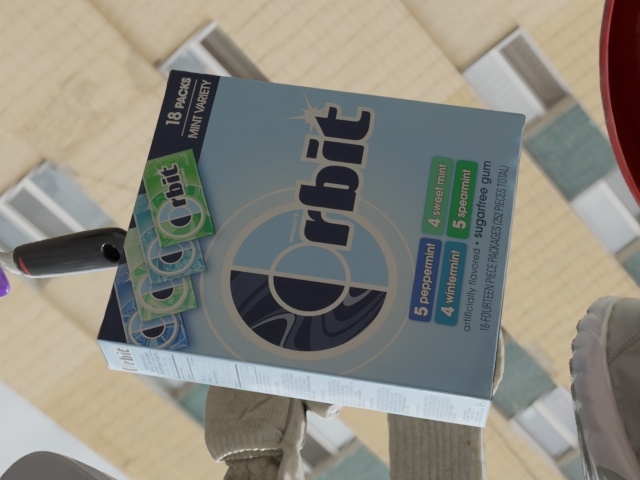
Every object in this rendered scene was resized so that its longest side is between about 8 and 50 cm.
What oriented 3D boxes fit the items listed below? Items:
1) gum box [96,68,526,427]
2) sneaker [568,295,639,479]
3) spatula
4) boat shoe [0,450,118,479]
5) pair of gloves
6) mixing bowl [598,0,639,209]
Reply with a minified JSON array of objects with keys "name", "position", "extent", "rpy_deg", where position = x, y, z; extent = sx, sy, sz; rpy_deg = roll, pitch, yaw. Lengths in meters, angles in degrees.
[{"name":"gum box","position":[0.000,0.000,0.646],"extent":[0.184,0.041,0.157],"rpy_deg":[8,-117,5]},{"name":"sneaker","position":[0.186,0.120,0.619],"extent":[0.115,0.105,0.281],"rpy_deg":[-9,-150,8]},{"name":"spatula","position":[-0.221,0.013,0.951],"extent":[0.296,0.084,0.030],"rpy_deg":[-3,-149,48]},{"name":"boat shoe","position":[-0.039,0.097,0.356],"extent":[0.142,0.040,0.049],"rpy_deg":[23,-102,44]},{"name":"pair of gloves","position":[0.017,0.095,0.952],"extent":[0.240,0.042,0.204],"rpy_deg":[-3,-111,32]},{"name":"mixing bowl","position":[0.170,-0.068,0.449],"extent":[0.181,0.181,0.098],"rpy_deg":[-42,-168,4]}]
